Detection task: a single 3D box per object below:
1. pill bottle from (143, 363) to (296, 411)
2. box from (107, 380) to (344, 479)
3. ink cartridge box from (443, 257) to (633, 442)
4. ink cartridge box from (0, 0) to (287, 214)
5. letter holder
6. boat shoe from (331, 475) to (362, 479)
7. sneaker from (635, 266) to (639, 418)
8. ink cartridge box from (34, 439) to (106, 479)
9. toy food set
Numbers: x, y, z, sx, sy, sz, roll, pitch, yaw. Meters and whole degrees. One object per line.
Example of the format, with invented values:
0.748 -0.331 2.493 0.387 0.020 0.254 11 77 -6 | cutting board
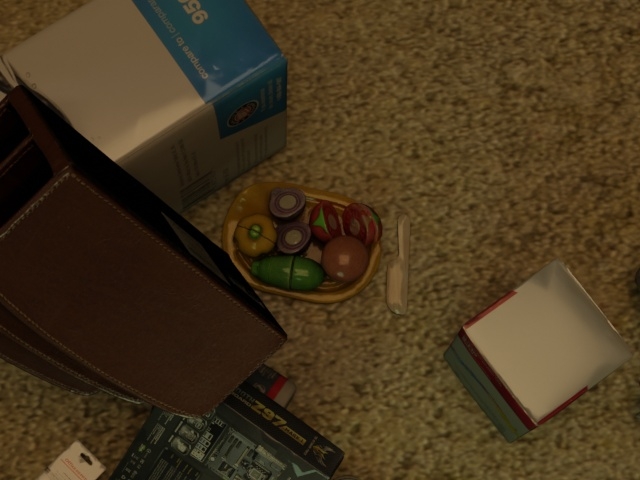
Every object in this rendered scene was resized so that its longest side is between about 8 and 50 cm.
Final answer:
-0.127 0.151 1.485 0.180 0.108 0.108 32 78 4 | pill bottle
-0.111 0.252 1.425 0.183 0.059 0.232 35 117 4 | box
0.221 0.120 1.477 0.128 0.176 0.127 -35 79 -10 | ink cartridge box
-0.238 -0.094 1.441 0.395 0.285 0.166 -34 80 -9 | ink cartridge box
-0.217 0.051 1.253 0.214 0.302 0.152 -44 42 4 | letter holder
0.063 0.351 1.465 0.079 0.081 0.227 -20 80 -7 | boat shoe
0.388 0.154 1.513 0.115 0.105 0.281 -17 80 -7 | sneaker
-0.270 0.256 1.495 0.048 0.028 0.083 44 79 6 | ink cartridge box
0.000 0.000 1.543 0.218 0.071 0.128 11 77 -1 | toy food set
